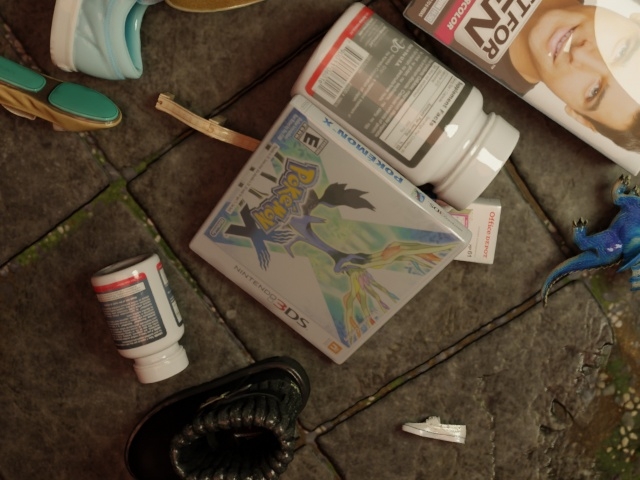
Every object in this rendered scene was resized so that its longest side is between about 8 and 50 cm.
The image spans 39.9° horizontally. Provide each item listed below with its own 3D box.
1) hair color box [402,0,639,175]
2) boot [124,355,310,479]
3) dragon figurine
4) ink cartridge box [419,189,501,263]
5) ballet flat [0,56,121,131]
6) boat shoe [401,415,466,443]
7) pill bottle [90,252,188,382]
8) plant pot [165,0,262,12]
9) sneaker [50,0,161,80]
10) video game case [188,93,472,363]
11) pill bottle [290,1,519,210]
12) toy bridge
[{"bbox_3d":[0.314,-0.271,1.171,0.374,0.113,0.185,34,105,-2],"label":"hair color box"},{"bbox_3d":[-0.177,0.302,1.297,0.348,0.260,0.131,-33,98,13],"label":"boot"},{"bbox_3d":[0.426,0.010,1.202,0.289,0.144,0.085,-45,139,9],"label":"dragon figurine"},{"bbox_3d":[0.196,-0.020,1.279,0.122,0.052,0.089,6,104,4],"label":"ink cartridge box"},{"bbox_3d":[-0.404,-0.205,1.312,0.232,0.080,0.073,24,133,4],"label":"ballet flat"},{"bbox_3d":[0.177,0.290,1.370,0.100,0.035,0.035,8,77,9],"label":"boat shoe"},{"bbox_3d":[-0.269,0.120,1.344,0.108,0.108,0.180,-16,101,11],"label":"pill bottle"},{"bbox_3d":[-0.129,-0.464,1.138,0.237,0.237,0.254,-20,87,12],"label":"plant pot"},{"bbox_3d":[-0.264,-0.397,1.214,0.150,0.135,0.366,16,115,-1],"label":"sneaker"},{"bbox_3d":[0.000,0.000,1.250,0.300,0.036,0.329,38,130,-3],"label":"video game case"},{"bbox_3d":[0.115,-0.176,1.195,0.283,0.161,0.161,36,105,-3],"label":"pill bottle"},{"bbox_3d":[-0.152,-0.165,1.282,0.188,0.063,0.026,25,105,1],"label":"toy bridge"}]
